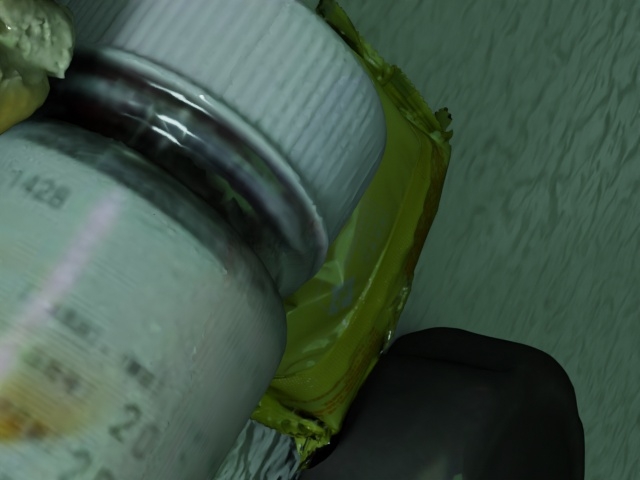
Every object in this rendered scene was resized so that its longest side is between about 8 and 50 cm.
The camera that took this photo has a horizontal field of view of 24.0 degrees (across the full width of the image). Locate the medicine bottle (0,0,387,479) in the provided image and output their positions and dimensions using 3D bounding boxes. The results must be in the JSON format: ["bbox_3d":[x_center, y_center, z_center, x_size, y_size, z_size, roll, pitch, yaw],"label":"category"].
[{"bbox_3d":[-0.099,0.029,0.594,0.273,0.165,0.165,-60,142,-25],"label":"medicine bottle"}]

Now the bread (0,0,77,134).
[{"bbox_3d":[-0.163,-0.068,0.523,0.125,0.106,0.082,19,84,-54],"label":"bread"}]

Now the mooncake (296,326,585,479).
[{"bbox_3d":[0.073,0.173,0.917,0.245,0.133,0.245,-22,118,-50],"label":"mooncake"}]

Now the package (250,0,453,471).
[{"bbox_3d":[0.000,0.000,0.795,0.168,0.090,0.226,42,69,-56],"label":"package"}]
